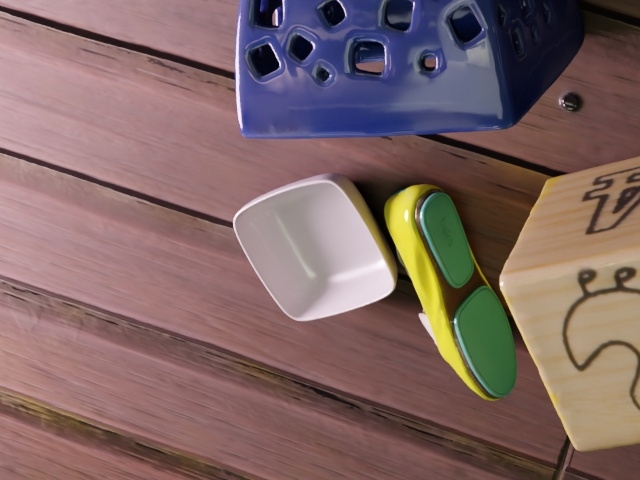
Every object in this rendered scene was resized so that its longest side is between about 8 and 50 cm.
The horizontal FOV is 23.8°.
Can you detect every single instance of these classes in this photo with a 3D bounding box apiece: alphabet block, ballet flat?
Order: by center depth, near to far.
[{"bbox_3d":[0.295,0.043,1.304,0.197,0.193,0.192,-15,112,31],"label":"alphabet block"},{"bbox_3d":[0.122,0.049,1.468,0.077,0.077,0.231,0,120,49],"label":"ballet flat"}]

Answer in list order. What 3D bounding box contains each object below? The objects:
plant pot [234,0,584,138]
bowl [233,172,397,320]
[{"bbox_3d":[0.064,-0.218,1.223,0.236,0.236,0.212,-2,112,25],"label":"plant pot"},{"bbox_3d":[0.000,0.000,1.493,0.142,0.053,0.142,-19,112,32],"label":"bowl"}]
